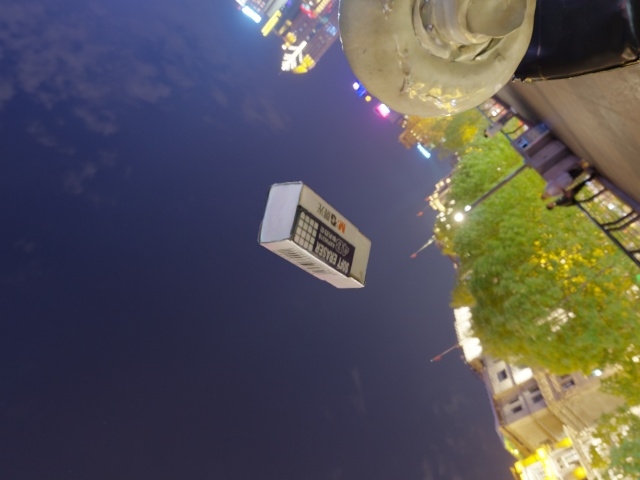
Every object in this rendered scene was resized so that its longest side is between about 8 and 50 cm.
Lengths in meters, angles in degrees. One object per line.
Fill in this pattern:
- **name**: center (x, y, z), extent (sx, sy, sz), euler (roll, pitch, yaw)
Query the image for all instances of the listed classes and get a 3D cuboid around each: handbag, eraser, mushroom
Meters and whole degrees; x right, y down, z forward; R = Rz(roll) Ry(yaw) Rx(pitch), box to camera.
- **handbag**: center (0.420, -0.395, 0.670), extent (0.080, 0.247, 0.223), euler (-4, -170, -35)
- **eraser**: center (0.000, 0.000, 0.857), extent (0.287, 0.086, 0.131), euler (37, -122, -48)
- **mushroom**: center (0.146, -0.270, 0.488), extent (0.246, 0.246, 0.202), euler (38, -171, -22)
